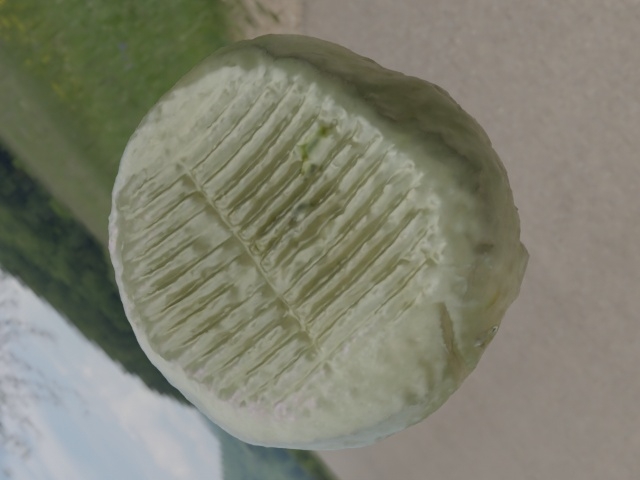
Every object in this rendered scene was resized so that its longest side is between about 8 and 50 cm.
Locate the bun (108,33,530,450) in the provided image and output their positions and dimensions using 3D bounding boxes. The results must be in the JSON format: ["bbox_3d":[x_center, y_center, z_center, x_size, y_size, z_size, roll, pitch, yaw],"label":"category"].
[{"bbox_3d":[0.000,0.000,0.391,0.115,0.115,0.069,47,-168,17],"label":"bun"}]
